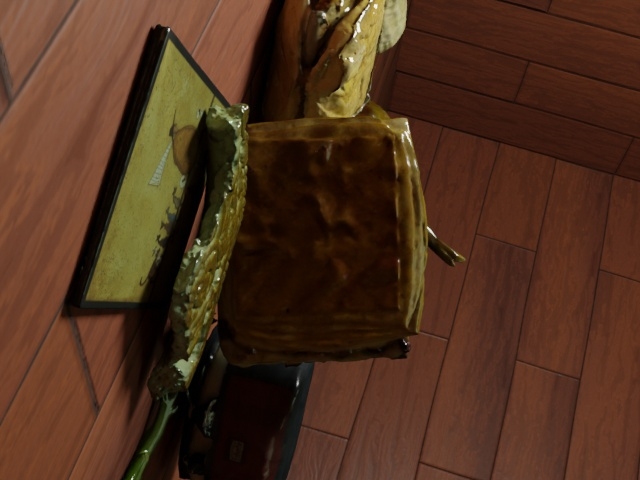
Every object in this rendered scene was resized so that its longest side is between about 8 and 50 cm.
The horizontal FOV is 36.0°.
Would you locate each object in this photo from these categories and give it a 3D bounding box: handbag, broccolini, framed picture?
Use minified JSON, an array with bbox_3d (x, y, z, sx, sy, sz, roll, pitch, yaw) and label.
[{"bbox_3d":[-0.122,0.262,1.465,0.181,0.181,0.255,-62,166,-61],"label":"handbag"},{"bbox_3d":[-0.195,0.197,1.243,0.123,0.062,0.272,71,38,-64],"label":"broccolini"},{"bbox_3d":[-0.159,-0.053,1.001,0.339,0.014,0.255,48,59,-84],"label":"framed picture"}]

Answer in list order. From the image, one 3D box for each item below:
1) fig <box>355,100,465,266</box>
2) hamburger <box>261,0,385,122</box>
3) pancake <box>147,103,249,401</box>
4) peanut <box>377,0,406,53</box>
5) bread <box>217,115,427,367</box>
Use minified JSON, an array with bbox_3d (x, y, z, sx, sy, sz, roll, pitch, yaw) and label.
[{"bbox_3d":[0.100,-0.069,1.722,0.286,0.368,0.286,-56,173,-11],"label":"fig"},{"bbox_3d":[0.003,-0.262,1.395,0.259,0.144,0.283,-61,171,-51],"label":"hamburger"},{"bbox_3d":[-0.141,0.023,1.122,0.197,0.054,0.377,-61,165,-75],"label":"pancake"},{"bbox_3d":[0.070,-0.422,1.602,0.313,0.152,0.152,78,29,-67],"label":"peanut"},{"bbox_3d":[0.000,0.000,1.320,0.167,0.277,0.325,-82,170,-84],"label":"bread"}]
